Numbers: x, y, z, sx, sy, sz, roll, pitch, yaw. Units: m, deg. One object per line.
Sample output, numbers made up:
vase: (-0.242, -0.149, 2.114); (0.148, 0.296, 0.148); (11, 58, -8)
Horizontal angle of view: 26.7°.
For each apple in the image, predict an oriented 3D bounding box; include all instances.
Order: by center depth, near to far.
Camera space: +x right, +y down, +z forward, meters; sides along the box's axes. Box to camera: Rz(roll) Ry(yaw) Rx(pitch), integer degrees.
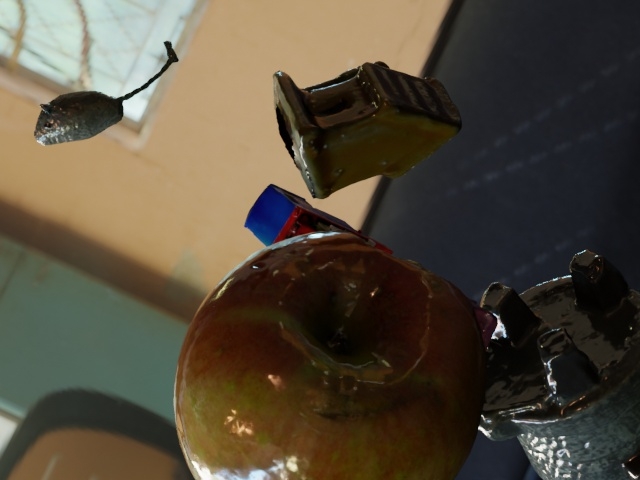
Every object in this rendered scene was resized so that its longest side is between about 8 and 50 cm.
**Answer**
apple: (0.009, 0.165, 1.464); (0.339, 0.340, 0.339); (-62, 7, 13)

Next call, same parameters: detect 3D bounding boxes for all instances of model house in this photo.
model house: (0.059, -0.185, 1.879); (0.268, 0.239, 0.173); (-112, 5, -50)

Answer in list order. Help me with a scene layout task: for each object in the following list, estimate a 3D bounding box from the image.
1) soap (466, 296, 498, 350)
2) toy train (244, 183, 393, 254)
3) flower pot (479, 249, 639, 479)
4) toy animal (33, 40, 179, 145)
soap: (0.113, 0.175, 1.799); (0.162, 0.099, 0.250); (32, 98, 57)
toy train: (0.000, 0.000, 1.974); (0.131, 0.204, 0.082); (40, 101, 44)
flower pot: (0.342, 0.193, 1.873); (0.299, 0.282, 0.299); (-21, 33, 14)
toy animal: (-0.322, -0.216, 2.044); (0.253, 0.079, 0.070); (-30, 0, -3)
